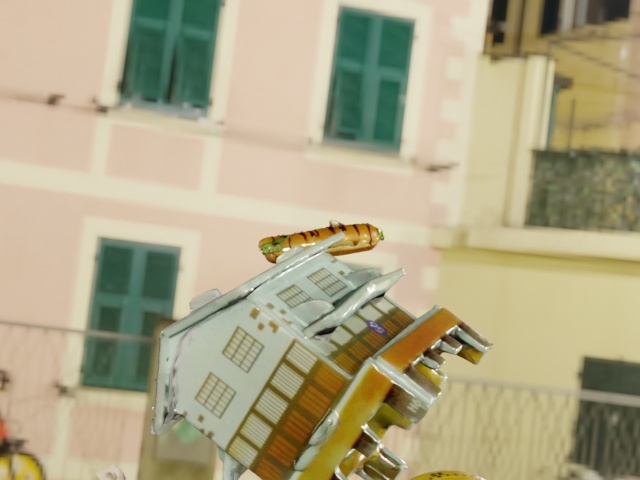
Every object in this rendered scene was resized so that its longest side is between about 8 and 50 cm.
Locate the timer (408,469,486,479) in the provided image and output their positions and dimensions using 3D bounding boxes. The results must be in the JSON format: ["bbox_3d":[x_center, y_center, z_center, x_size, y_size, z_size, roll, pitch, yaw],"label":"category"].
[{"bbox_3d":[0.082,0.198,0.853,0.107,0.107,0.109,8,10,-18],"label":"timer"}]

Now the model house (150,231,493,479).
[{"bbox_3d":[-0.006,0.117,1.205,0.215,0.198,0.224,35,24,13],"label":"model house"}]

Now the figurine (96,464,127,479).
[{"bbox_3d":[-0.131,0.227,0.838,0.083,0.187,0.083,3,22,-1],"label":"figurine"}]

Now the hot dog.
[{"bbox_3d":[0.000,0.000,1.337,0.122,0.037,0.049,-7,-2,-12],"label":"hot dog"}]
